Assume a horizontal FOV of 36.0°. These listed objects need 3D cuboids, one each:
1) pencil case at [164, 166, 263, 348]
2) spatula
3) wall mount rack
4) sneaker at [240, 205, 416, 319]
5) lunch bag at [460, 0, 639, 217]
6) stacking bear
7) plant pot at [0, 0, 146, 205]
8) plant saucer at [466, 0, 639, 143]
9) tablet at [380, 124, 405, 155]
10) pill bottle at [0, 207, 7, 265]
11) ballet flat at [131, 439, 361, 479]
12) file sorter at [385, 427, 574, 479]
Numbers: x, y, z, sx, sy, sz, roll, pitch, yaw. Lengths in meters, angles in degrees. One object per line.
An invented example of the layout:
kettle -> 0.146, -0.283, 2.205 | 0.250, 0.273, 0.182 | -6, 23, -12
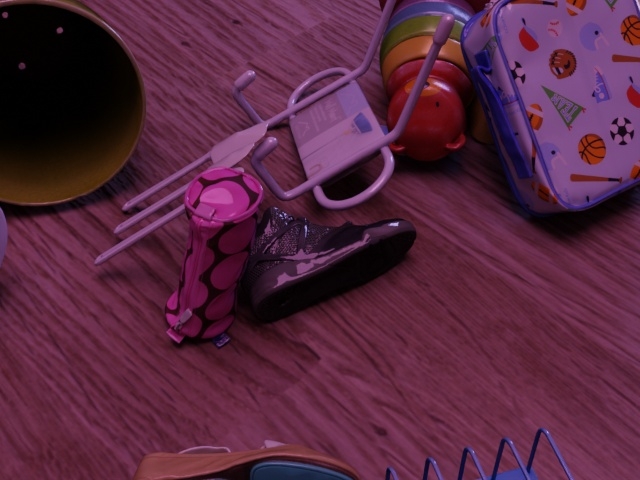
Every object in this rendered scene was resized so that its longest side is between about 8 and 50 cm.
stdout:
pencil case -> -0.124, 0.021, 1.101 | 0.095, 0.209, 0.098 | 36, 45, 22
spatula -> -0.171, -0.058, 1.209 | 0.242, 0.019, 0.168 | -29, 27, 25
wall mount rack -> 0.038, -0.205, 1.295 | 0.304, 0.130, 0.350 | -31, 35, 9
sneaker -> 0.000, 0.000, 1.205 | 0.227, 0.087, 0.130 | -22, 56, -13
lunch bag -> 0.315, -0.193, 1.271 | 0.243, 0.115, 0.304 | -23, 94, -18
stacking bear -> 0.156, -0.238, 1.388 | 0.175, 0.164, 0.289 | 4, 53, 8
plant pot -> -0.392, -0.236, 1.337 | 0.274, 0.275, 0.293 | -12, 33, -11
plant saucer -> 0.377, -0.284, 1.488 | 0.332, 0.081, 0.333 | -2, 46, -1
tablet -> 0.087, -0.145, 1.402 | 0.083, 0.006, 0.054 | 12, 47, 12
pill bottle -> -0.578, -0.055, 1.159 | 0.407, 0.229, 0.229 | 25, 51, 22
ballet flat -> -0.076, 0.232, 0.992 | 0.232, 0.080, 0.073 | -2, 31, -4
file sorter -> 0.155, 0.264, 0.939 | 0.170, 0.105, 0.118 | -12, 48, -12
